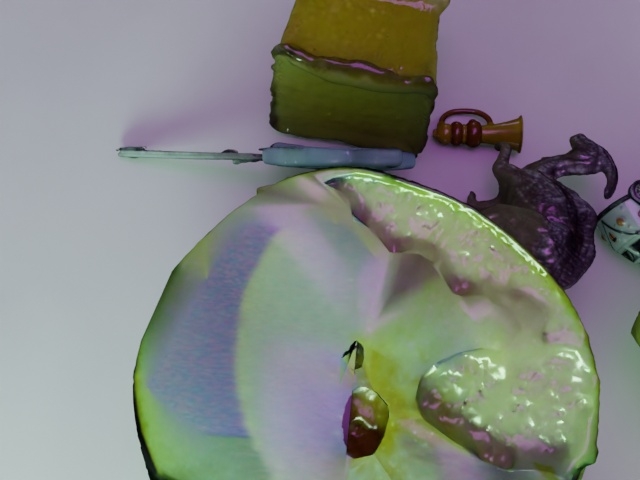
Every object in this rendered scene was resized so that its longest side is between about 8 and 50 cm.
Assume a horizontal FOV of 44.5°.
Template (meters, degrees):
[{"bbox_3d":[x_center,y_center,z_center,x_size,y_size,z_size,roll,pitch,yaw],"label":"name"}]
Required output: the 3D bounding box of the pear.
[{"bbox_3d":[0.045,0.136,0.738,0.398,0.165,0.399,0,87,6],"label":"pear"}]

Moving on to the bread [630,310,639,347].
[{"bbox_3d":[0.495,0.073,0.719,0.348,0.348,0.308,-32,66,-15],"label":"bread"}]

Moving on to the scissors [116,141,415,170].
[{"bbox_3d":[-0.075,-0.100,0.898,0.360,0.191,0.030,5,96,16],"label":"scissors"}]

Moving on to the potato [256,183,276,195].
[{"bbox_3d":[0.000,0.000,0.891,0.120,0.081,0.149,-4,88,33],"label":"potato"}]

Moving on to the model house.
[{"bbox_3d":[0.053,-0.246,0.933,0.193,0.175,0.234,11,69,4],"label":"model house"}]

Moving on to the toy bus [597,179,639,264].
[{"bbox_3d":[0.416,-0.038,0.902,0.193,0.087,0.089,-22,72,-11],"label":"toy bus"}]

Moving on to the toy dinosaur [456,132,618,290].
[{"bbox_3d":[0.227,-0.020,0.868,0.162,0.077,0.294,11,64,28],"label":"toy dinosaur"}]

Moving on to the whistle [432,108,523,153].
[{"bbox_3d":[0.194,-0.141,0.965,0.109,0.046,0.057,7,80,7],"label":"whistle"}]
